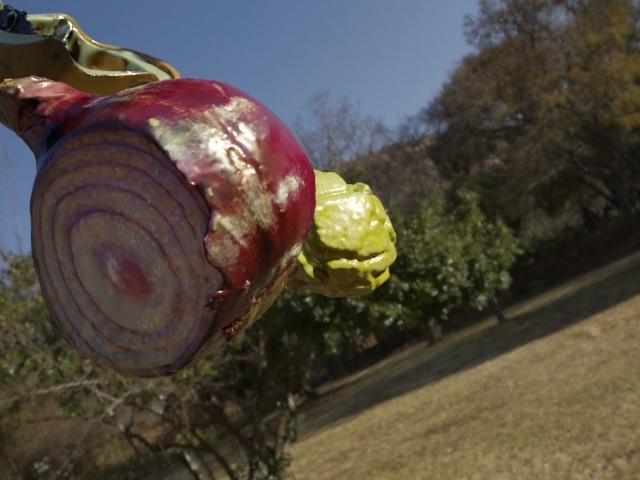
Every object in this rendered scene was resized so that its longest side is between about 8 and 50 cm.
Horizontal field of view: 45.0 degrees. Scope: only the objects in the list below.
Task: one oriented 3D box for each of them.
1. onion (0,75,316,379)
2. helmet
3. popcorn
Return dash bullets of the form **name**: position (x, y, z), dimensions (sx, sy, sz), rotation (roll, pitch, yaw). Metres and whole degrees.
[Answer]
- **onion**: position (-0.110, -0.033, 0.490), dimensions (0.140, 0.218, 0.195), rotation (-38, -12, -44)
- **helmet**: position (-0.271, -0.164, 0.833), dimensions (0.224, 0.198, 0.130), rotation (8, -64, -53)
- **popcorn**: position (0.000, 0.000, 0.637), dimensions (0.106, 0.121, 0.116), rotation (-38, -4, -47)
